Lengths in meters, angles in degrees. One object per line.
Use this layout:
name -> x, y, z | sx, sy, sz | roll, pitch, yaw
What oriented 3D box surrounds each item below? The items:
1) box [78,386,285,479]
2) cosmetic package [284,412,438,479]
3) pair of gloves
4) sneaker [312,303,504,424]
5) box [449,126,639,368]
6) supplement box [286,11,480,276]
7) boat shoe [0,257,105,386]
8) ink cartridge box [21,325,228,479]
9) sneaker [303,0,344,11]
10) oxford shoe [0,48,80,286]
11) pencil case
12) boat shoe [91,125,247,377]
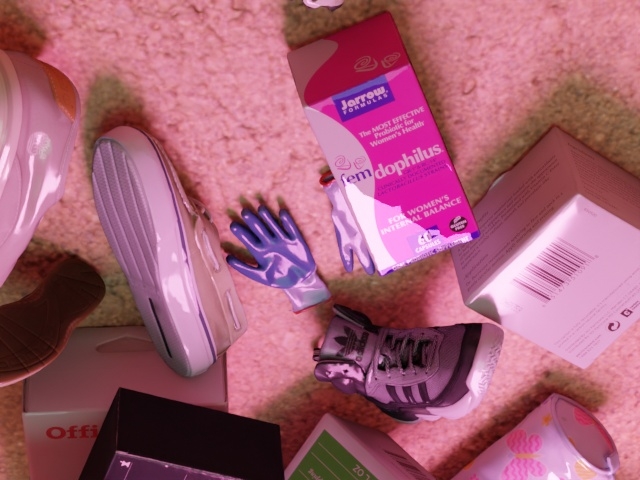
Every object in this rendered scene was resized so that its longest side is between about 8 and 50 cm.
box -> -0.170, 0.296, 1.704 | 0.184, 0.103, 0.261 | 14, 126, -18
cosmetic package -> -0.002, 0.407, 1.828 | 0.365, 0.197, 0.155 | -55, 145, 5
pair of gloves -> 0.000, 0.000, 1.697 | 0.198, 0.023, 0.159 | -24, 127, 12
sneaker -> 0.082, 0.126, 1.710 | 0.153, 0.101, 0.268 | 23, 159, -14
box -> 0.261, 0.010, 1.671 | 0.182, 0.119, 0.181 | 27, 122, -27
supplement box -> 0.062, -0.092, 1.555 | 0.111, 0.114, 0.220 | -23, 124, 6
boat shoe -> -0.299, 0.098, 1.628 | 0.080, 0.223, 0.073 | 41, 127, 0
ink cartridge box -> -0.214, 0.252, 1.814 | 0.223, 0.129, 0.307 | -2, 130, -5
sneaker -> -0.071, -0.281, 1.418 | 0.234, 0.078, 0.106 | 11, 125, -20
oxford shoe -> -0.348, -0.005, 1.577 | 0.130, 0.169, 0.449 | -8, 141, -43
pencil case -> 0.229, 0.304, 1.912 | 0.273, 0.124, 0.113 | -46, 150, 25
boat shoe -> -0.153, 0.002, 1.643 | 0.094, 0.109, 0.302 | -36, 132, -29
